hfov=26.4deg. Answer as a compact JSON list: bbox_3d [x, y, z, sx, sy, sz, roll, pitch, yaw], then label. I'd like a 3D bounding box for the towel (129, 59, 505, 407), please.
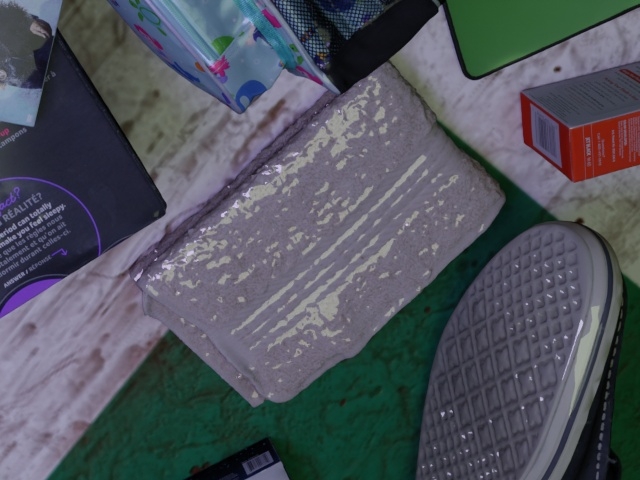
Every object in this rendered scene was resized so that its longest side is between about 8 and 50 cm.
[{"bbox_3d":[0.000,0.000,1.115,0.282,0.049,0.187,-43,121,3],"label":"towel"}]

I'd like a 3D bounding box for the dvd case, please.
[{"bbox_3d":[-0.225,-0.121,0.834,0.119,0.013,0.087,10,107,-24],"label":"dvd case"}]

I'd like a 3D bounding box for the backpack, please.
[{"bbox_3d":[-0.067,-0.219,0.892,0.191,0.225,0.253,-36,116,-7],"label":"backpack"}]

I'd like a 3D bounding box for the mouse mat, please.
[{"bbox_3d":[0.181,-0.228,1.100,0.189,0.007,0.153,-25,119,-9],"label":"mouse mat"}]

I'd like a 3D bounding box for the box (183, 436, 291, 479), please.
[{"bbox_3d":[-0.116,0.295,1.211,0.233,0.044,0.159,-26,119,-7],"label":"box"}]

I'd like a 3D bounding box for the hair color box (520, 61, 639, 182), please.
[{"bbox_3d":[0.262,-0.106,1.135,0.167,0.093,0.053,-16,119,-12],"label":"hair color box"}]

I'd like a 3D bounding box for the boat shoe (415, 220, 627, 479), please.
[{"bbox_3d":[0.189,0.204,1.207,0.156,0.187,0.500,-5,120,-23],"label":"boat shoe"}]

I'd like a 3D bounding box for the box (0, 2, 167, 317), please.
[{"bbox_3d":[-0.249,-0.102,0.923,0.165,0.143,0.270,-33,120,-5],"label":"box"}]
